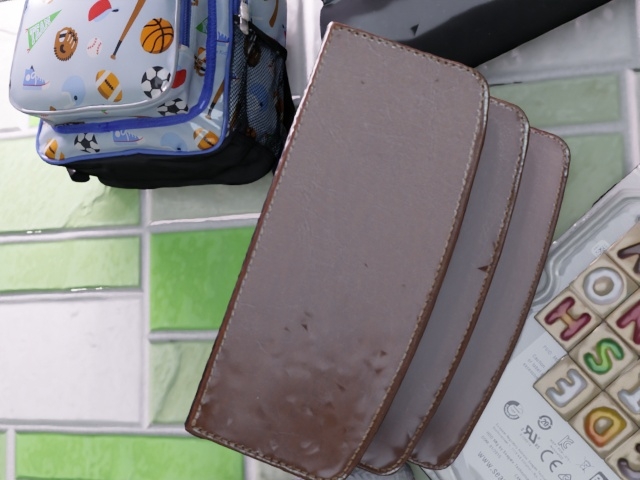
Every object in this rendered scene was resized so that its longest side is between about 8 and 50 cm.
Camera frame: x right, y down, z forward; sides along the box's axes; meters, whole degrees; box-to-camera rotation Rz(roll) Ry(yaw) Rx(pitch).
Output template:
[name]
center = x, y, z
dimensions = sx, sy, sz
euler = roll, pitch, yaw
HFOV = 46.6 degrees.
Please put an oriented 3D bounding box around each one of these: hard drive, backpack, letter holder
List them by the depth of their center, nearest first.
[letter holder]
center = 0.063, 0.027, 0.569
dimensions = 0.214, 0.152, 0.302
euler = 21, 93, 7
[hard drive]
center = 0.243, 0.120, 0.633
dimensions = 0.339, 0.064, 0.237
euler = -43, 75, 8
[backpack]
center = -0.157, -0.195, 0.720
dimensions = 0.276, 0.213, 0.264
euler = 1, 74, 20

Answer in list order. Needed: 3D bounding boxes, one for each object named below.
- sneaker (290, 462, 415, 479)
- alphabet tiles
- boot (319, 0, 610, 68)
[sneaker]
center = -0.067, 0.338, 0.663
dimensions = 0.365, 0.137, 0.210
euler = -19, 76, 11
[alphabet tiles]
center = 0.295, 0.108, 0.581
dimensions = 0.198, 0.009, 0.237
euler = -44, 75, 8
[boot]
center = 0.220, -0.206, 0.628
dimensions = 0.445, 0.146, 0.367
euler = -18, 71, 11
